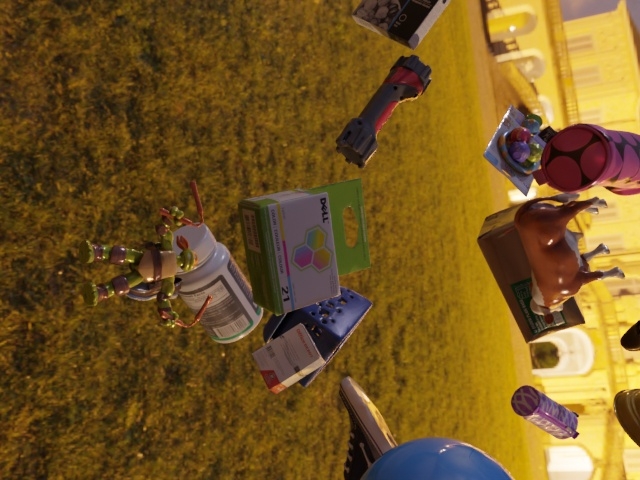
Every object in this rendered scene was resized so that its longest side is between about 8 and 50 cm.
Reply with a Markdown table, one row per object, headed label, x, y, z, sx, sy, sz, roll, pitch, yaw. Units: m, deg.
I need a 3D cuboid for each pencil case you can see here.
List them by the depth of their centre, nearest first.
| label | x | y | z | sx | sy | sz | roll | pitch | yaw |
| --- | --- | --- | --- | --- | --- | --- | --- | --- | --- |
| pencil case | 0.368 | -0.100 | 0.770 | 0.209 | 0.098 | 0.095 | 0 | 58 | -42 |
| pencil case | 0.566 | 0.437 | 1.482 | 0.206 | 0.086 | 0.088 | 32 | 15 | -29 |

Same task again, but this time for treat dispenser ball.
| label | x | y | z | sx | sy | sz | roll | pitch | yaw |
| --- | --- | --- | --- | --- | --- | --- | --- | --- | --- |
| treat dispenser ball | 0.179 | 0.447 | 0.884 | 0.288 | 0.288 | 0.289 | -8 | 90 | -73 |

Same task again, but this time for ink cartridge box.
| label | x | y | z | sx | sy | sz | roll | pitch | yaw |
| --- | --- | --- | --- | --- | --- | --- | --- | --- | --- |
| ink cartridge box | 0.000 | 0.000 | 1.041 | 0.097 | 0.255 | 0.189 | 15 | -63 | 59 |
| ink cartridge box | -0.071 | 0.268 | 1.340 | 0.099 | 0.135 | 0.056 | 58 | 0 | 30 |
| ink cartridge box | 0.215 | -0.602 | 1.473 | 0.208 | 0.206 | 0.045 | -52 | 147 | 2 |

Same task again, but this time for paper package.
| label | x | y | z | sx | sy | sz | roll | pitch | yaw |
| --- | --- | --- | --- | --- | --- | --- | --- | --- | --- |
| paper package | 0.586 | 0.076 | 1.657 | 0.325 | 0.168 | 0.309 | 64 | 23 | -2 |

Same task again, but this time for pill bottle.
| label | x | y | z | sx | sy | sz | roll | pitch | yaw |
| --- | --- | --- | --- | --- | --- | --- | --- | --- | --- |
| pill bottle | -0.343 | 0.134 | 1.857 | 0.204 | 0.204 | 0.361 | -76 | 147 | -50 |

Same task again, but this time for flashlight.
| label | x | y | z | sx | sy | sz | roll | pitch | yaw |
| --- | --- | --- | --- | --- | --- | --- | --- | --- | --- |
| flashlight | 0.154 | -0.305 | 1.406 | 0.304 | 0.103 | 0.103 | -57 | 164 | -19 |

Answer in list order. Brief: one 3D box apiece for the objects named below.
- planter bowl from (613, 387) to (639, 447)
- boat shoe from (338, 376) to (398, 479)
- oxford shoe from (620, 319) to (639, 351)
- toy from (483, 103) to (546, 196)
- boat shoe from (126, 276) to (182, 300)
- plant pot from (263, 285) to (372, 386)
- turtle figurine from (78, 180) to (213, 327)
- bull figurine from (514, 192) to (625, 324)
| label | x | y | z | sx | sy | sz | roll | pitch | yaw |
| --- | --- | --- | --- | --- | --- | --- | --- | --- | --- |
| planter bowl | 0.860 | 0.441 | 1.478 | 0.217 | 0.217 | 0.090 | -74 | -174 | -53 |
| boat shoe | 0.103 | 0.526 | 1.503 | 0.341 | 0.158 | 0.127 | 56 | 8 | 33 |
| oxford shoe | 0.910 | 0.245 | 1.649 | 0.227 | 0.096 | 0.083 | 117 | -29 | -51 |
| toy | 0.465 | -0.221 | 1.342 | 0.137 | 0.056 | 0.237 | 41 | 48 | -6 |
| boat shoe | -0.464 | 0.121 | 1.634 | 0.183 | 0.066 | 0.066 | 3 | 123 | -55 |
| plant pot | -0.021 | 0.243 | 1.738 | 0.236 | 0.212 | 0.236 | -37 | 164 | -55 |
| turtle figurine | -0.299 | 0.030 | 1.022 | 0.217 | 0.087 | 0.270 | -6 | 108 | -37 |
| bull figurine | 0.502 | 0.036 | 1.214 | 0.101 | 0.188 | 0.310 | -96 | 160 | -57 |
